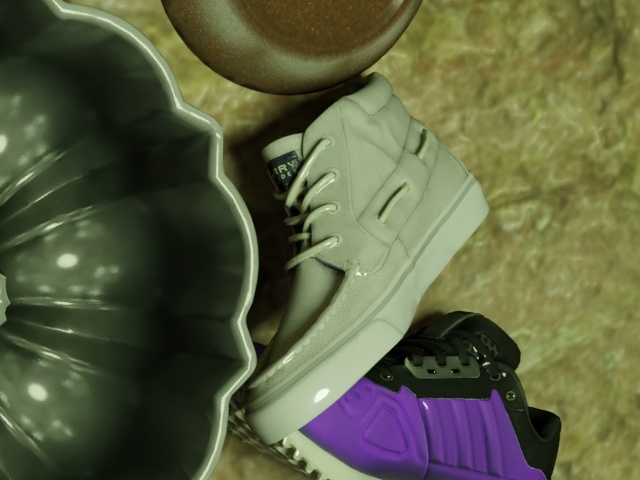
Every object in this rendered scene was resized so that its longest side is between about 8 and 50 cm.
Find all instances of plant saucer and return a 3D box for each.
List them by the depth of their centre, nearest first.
[{"bbox_3d":[-0.003,-0.181,0.962,0.198,0.036,0.198,-10,110,-28],"label":"plant saucer"}]

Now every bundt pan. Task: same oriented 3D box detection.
[{"bbox_3d":[-0.202,0.027,0.825,0.331,0.124,0.331,-1,91,-29],"label":"bundt pan"}]

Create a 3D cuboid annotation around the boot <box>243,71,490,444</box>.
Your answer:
[{"bbox_3d":[0.000,0.000,0.936,0.123,0.095,0.258,50,39,-8],"label":"boot"}]

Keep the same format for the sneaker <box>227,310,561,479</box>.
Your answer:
[{"bbox_3d":[0.052,0.101,1.049,0.293,0.102,0.146,33,81,-38],"label":"sneaker"}]
